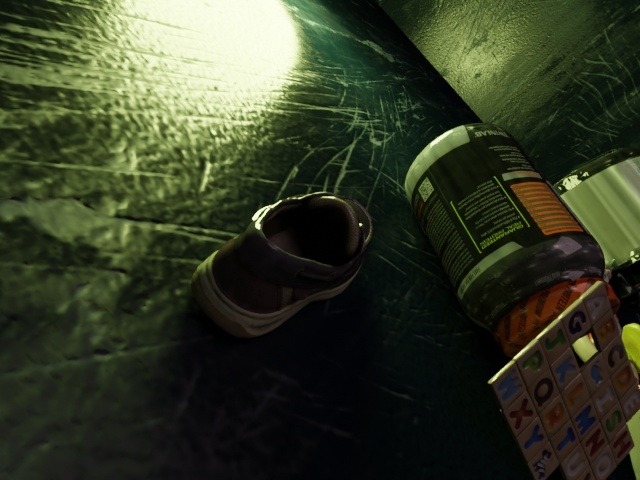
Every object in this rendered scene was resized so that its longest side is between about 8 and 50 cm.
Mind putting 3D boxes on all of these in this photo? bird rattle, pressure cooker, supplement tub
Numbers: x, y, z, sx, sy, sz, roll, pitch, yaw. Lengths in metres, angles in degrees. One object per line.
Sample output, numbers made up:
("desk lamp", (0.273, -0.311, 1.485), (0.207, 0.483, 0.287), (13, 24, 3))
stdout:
("bird rattle", (0.608, 0.263, 0.954), (0.207, 0.143, 0.253), (44, 40, 16))
("pressure cooker", (0.851, 0.002, 1.272), (0.420, 0.369, 0.375), (64, 12, 23))
("supplement tub", (0.283, -0.007, 0.707), (0.207, 0.207, 0.338), (20, 40, -40))

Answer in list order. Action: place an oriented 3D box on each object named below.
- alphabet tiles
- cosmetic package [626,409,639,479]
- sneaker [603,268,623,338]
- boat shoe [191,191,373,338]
("alphabet tiles", (0.311, 0.200, 0.542), (0.237, 0.198, 0.009), (62, -19, -16))
("cosmetic package", (0.682, 0.358, 0.756), (0.296, 0.129, 0.153), (13, 57, -16))
("sneaker", (0.689, 0.153, 1.106), (0.270, 0.145, 0.090), (33, -9, -21))
("boat shoe", (0.000, 0.000, 0.438), (0.103, 0.092, 0.285), (52, 29, 8))
